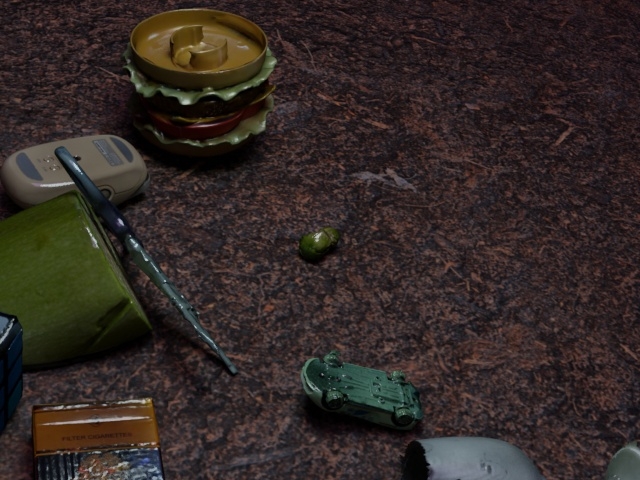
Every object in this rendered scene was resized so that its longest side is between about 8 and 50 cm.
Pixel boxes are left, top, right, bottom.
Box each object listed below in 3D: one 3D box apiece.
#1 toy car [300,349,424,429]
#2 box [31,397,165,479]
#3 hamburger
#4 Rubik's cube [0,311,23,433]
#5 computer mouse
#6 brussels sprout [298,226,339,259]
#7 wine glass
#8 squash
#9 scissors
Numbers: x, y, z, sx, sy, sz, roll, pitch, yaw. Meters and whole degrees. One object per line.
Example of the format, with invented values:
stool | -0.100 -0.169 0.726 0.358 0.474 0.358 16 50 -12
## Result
toy car | 0.055 0.214 1.397 0.186 0.058 0.093 16 36 -17
box | -0.262 0.299 1.187 0.152 0.070 0.237 -1 39 -18
hamburger | -0.216 -0.267 1.781 0.274 0.212 0.274 3 39 -2
Rubik's cube | -0.459 0.176 1.191 0.163 0.162 0.161 15 43 3
computer mouse | -0.399 -0.103 1.627 0.236 0.082 0.145 -16 47 -36
brussels sprout | 0.001 -0.001 1.653 0.083 0.051 0.046 -34 97 -43
wine glass | 0.263 0.317 1.271 0.321 0.143 0.143 6 39 -9
squash | -0.434 0.086 1.402 0.308 0.210 0.234 -29 51 -6
scissors | -0.243 0.040 1.442 0.029 0.256 0.383 -39 72 -10
